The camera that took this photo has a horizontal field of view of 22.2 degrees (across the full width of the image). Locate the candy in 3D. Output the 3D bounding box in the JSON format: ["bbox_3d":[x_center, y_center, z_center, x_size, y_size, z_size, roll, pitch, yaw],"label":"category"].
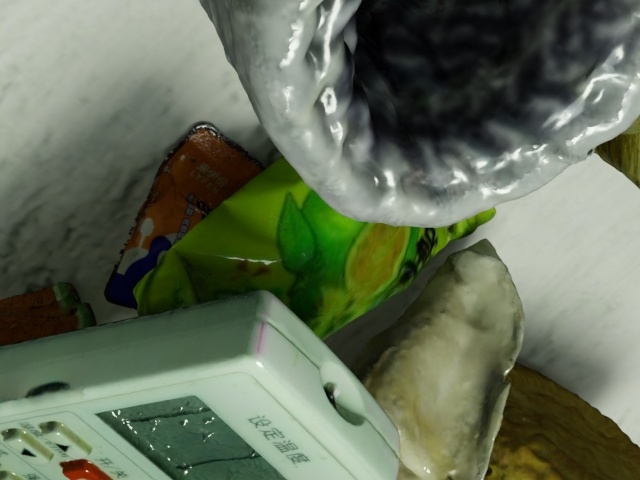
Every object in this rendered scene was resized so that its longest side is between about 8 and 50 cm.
[{"bbox_3d":[0.000,0.000,0.889,0.246,0.069,0.149,-33,143,-18],"label":"candy"}]

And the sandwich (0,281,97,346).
[{"bbox_3d":[-0.168,0.063,0.909,0.069,0.026,0.101,19,115,-29],"label":"sandwich"}]

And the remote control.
[{"bbox_3d":[-0.139,0.107,0.839,0.344,0.050,0.145,-14,139,27],"label":"remote control"}]

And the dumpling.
[{"bbox_3d":[0.004,0.152,0.954,0.086,0.166,0.332,22,118,-36],"label":"dumpling"}]

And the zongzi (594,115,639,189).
[{"bbox_3d":[0.235,-0.135,0.888,0.187,0.084,0.184,-20,121,-17],"label":"zongzi"}]

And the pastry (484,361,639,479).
[{"bbox_3d":[0.134,0.155,1.009,0.189,0.189,0.103,22,110,-35],"label":"pastry"}]

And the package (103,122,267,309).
[{"bbox_3d":[-0.069,-0.004,0.891,0.077,0.033,0.110,30,91,-22],"label":"package"}]

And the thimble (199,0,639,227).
[{"bbox_3d":[0.057,-0.143,0.745,0.217,0.157,0.245,11,123,-32],"label":"thimble"}]
